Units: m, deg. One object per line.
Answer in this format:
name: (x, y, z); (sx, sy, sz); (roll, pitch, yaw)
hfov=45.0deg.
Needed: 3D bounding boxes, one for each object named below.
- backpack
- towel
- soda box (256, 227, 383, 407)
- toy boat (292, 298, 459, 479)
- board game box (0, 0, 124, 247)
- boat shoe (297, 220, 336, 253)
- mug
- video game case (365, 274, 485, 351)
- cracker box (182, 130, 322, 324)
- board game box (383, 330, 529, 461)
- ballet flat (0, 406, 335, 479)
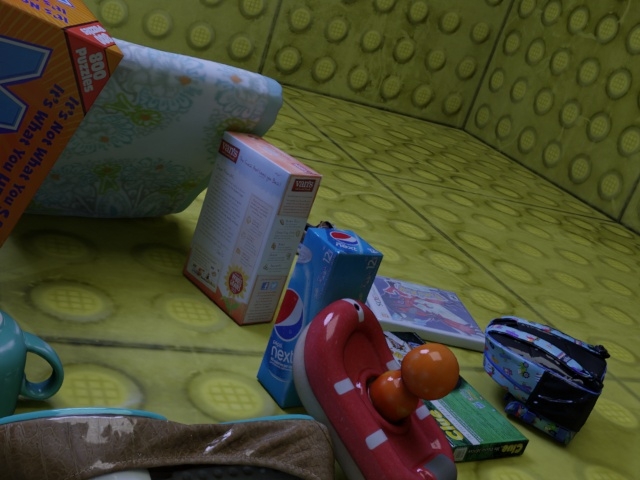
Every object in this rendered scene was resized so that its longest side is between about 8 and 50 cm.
backpack: (0.307, 0.186, 1.101); (0.173, 0.117, 0.158); (26, 20, 17)
towel: (-0.280, -0.145, 1.143); (0.320, 0.374, 0.090); (2, 62, -40)
soda box: (-0.004, 0.092, 0.920); (0.071, 0.210, 0.067); (3, 24, -39)
toy boat: (0.080, 0.157, 0.809); (0.231, 0.151, 0.151); (56, 27, 15)
board game box: (-0.512, -0.207, 0.832); (0.356, 0.356, 0.356); (17, 26, -52)
boat shoe: (0.000, 0.000, 1.395); (0.183, 0.066, 0.066); (19, 19, 0)
mug: (-0.337, 0.108, 0.732); (0.129, 0.097, 0.157); (27, 21, 23)
video game case: (0.165, 0.116, 1.302); (0.201, 0.023, 0.183); (14, 20, -16)
cracker box: (-0.102, -0.019, 1.099); (0.067, 0.232, 0.155); (-1, 28, -45)
board game box: (0.146, 0.202, 1.045); (0.136, 0.030, 0.259); (8, 22, -34)
ballet flat: (-0.124, 0.216, 0.662); (0.342, 0.116, 0.124); (11, 39, -34)
